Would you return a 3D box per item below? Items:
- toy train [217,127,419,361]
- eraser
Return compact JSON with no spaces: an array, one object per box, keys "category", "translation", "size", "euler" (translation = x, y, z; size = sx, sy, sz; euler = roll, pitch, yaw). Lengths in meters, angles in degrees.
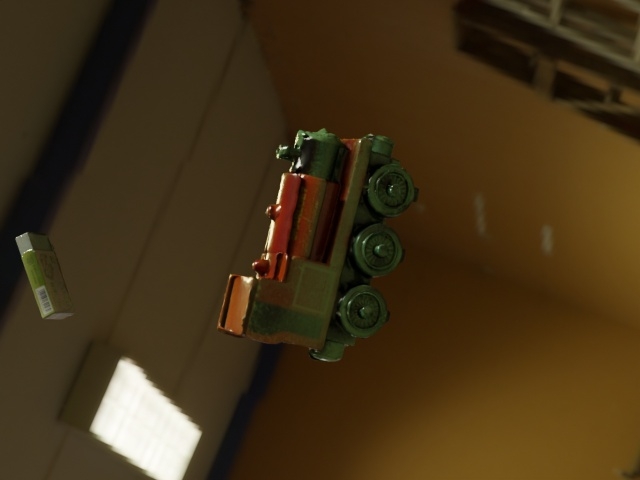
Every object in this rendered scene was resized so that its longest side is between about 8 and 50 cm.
[{"category":"toy train","translation":[0.000,0.000,1.090],"size":[0.074,0.118,0.176],"euler":[9,85,63]},{"category":"eraser","translation":[-0.261,0.034,1.394],"size":[0.038,0.019,0.083],"euler":[8,-122,-67]}]
